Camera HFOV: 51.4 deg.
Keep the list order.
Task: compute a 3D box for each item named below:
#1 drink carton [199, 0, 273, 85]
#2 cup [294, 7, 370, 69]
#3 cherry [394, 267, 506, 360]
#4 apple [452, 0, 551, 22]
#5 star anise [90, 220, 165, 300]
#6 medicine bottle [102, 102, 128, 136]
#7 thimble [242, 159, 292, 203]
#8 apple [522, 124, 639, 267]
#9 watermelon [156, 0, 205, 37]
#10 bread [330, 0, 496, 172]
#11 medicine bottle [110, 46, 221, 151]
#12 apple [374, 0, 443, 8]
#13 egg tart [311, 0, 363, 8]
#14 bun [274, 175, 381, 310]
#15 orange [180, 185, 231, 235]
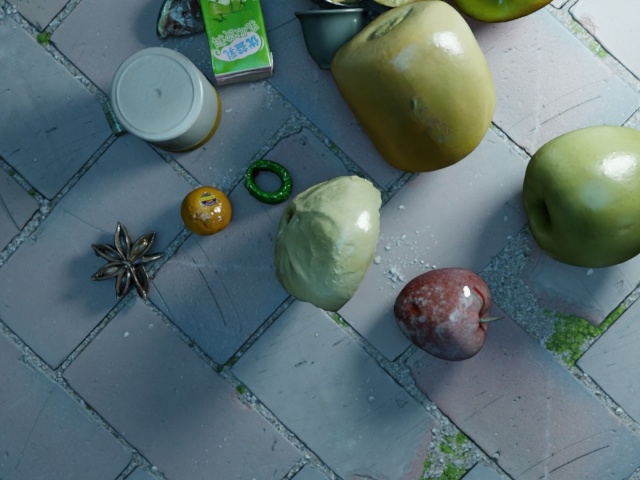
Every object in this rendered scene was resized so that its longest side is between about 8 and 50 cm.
[{"bbox_3d":[-0.224,-0.562,1.766,0.161,0.108,0.270,-11,89,-4],"label":"drink carton"},{"bbox_3d":[0.035,-0.527,1.741,0.199,0.199,0.149,-3,109,3],"label":"cup"},{"bbox_3d":[0.335,0.189,1.708,0.286,0.213,0.236,0,70,26],"label":"cherry"},{"bbox_3d":[0.459,-0.702,1.616,0.340,0.339,0.339,0,91,3],"label":"apple"},{"bbox_3d":[-0.536,0.055,1.816,0.197,0.073,0.212,22,89,-1],"label":"star anise"},{"bbox_3d":[-0.561,-0.331,1.824,0.047,0.047,0.083,-23,89,3],"label":"medicine bottle"},{"bbox_3d":[-0.141,-0.157,1.784,0.130,0.090,0.118,3,88,2],"label":"thimble"},{"bbox_3d":[0.679,-0.105,1.627,0.358,0.357,0.357,0,91,3],"label":"apple"},{"bbox_3d":[-0.369,-0.620,1.803,0.139,0.071,0.187,29,92,-2],"label":"watermelon"},{"bbox_3d":[0.245,-0.361,1.633,0.348,0.253,0.376,-26,126,14],"label":"bread"},{"bbox_3d":[-0.395,-0.357,1.723,0.238,0.232,0.237,0,91,4],"label":"medicine bottle"},{"bbox_3d":[0.202,-0.734,1.670,0.314,0.252,0.308,-14,103,-32],"label":"apple"},{"bbox_3d":[0.011,-0.682,1.735,0.234,0.234,0.094,45,136,1],"label":"egg tart"},{"bbox_3d":[-0.003,-0.004,1.637,0.202,0.364,0.364,20,92,-17],"label":"bun"},{"bbox_3d":[-0.307,-0.075,1.781,0.136,0.117,0.135,12,50,-15],"label":"orange"}]
